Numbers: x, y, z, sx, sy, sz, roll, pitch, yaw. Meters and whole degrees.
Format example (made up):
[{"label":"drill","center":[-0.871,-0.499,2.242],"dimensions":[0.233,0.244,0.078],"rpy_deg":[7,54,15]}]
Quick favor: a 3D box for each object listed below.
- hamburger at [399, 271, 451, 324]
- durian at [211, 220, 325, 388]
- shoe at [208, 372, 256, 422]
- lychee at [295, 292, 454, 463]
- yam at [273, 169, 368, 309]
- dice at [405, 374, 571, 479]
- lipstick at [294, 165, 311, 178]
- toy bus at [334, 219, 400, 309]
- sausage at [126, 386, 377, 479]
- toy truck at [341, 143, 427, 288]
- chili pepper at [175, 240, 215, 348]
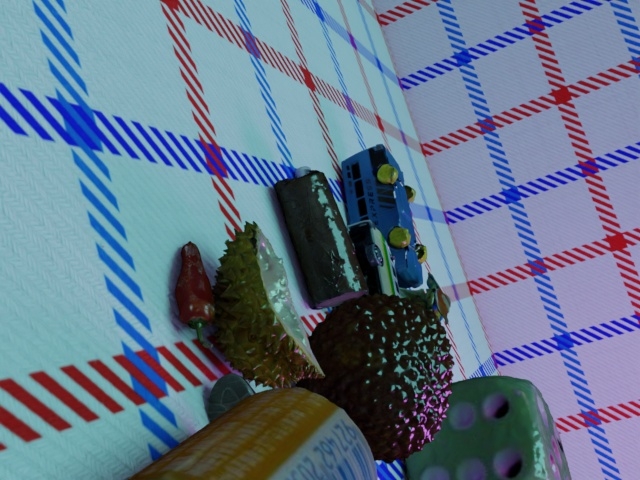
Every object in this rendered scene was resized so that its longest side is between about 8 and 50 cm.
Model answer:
[{"label":"hamburger","center":[0.207,0.223,1.603],"dimensions":[0.276,0.150,0.260],"rpy_deg":[-58,168,-51]},{"label":"durian","center":[-0.100,0.097,0.985],"dimensions":[0.183,0.138,0.250],"rpy_deg":[29,42,-60]},{"label":"shoe","center":[-0.096,0.256,0.951],"dimensions":[0.099,0.071,0.169],"rpy_deg":[-47,119,-71]},{"label":"lychee","center":[0.095,0.239,1.162],"dimensions":[0.304,0.275,0.276],"rpy_deg":[-57,141,-8]},{"label":"yam","center":[0.002,0.000,1.353],"dimensions":[0.131,0.131,0.280],"rpy_deg":[-5,75,-69]},{"label":"dice","center":[0.390,0.518,1.561],"dimensions":[0.330,0.322,0.318],"rpy_deg":[51,28,-38]},{"label":"lipstick","center":[-0.023,-0.095,1.493],"dimensions":[0.040,0.040,0.141],"rpy_deg":[17,55,-65]},{"label":"toy bus","center":[0.104,0.112,1.490],"dimensions":[0.164,0.133,0.276],"rpy_deg":[39,38,-53]},{"label":"sausage","center":[-0.080,0.306,0.715],"dimensions":[0.233,0.233,0.287],"rpy_deg":[70,20,0]},{"label":"toy truck","center":[0.166,-0.053,1.756],"dimensions":[0.161,0.162,0.385],"rpy_deg":[37,39,-56]},{"label":"chili pepper","center":[-0.177,0.070,0.938],"dimensions":[0.059,0.050,0.191],"rpy_deg":[67,4,-49]}]
